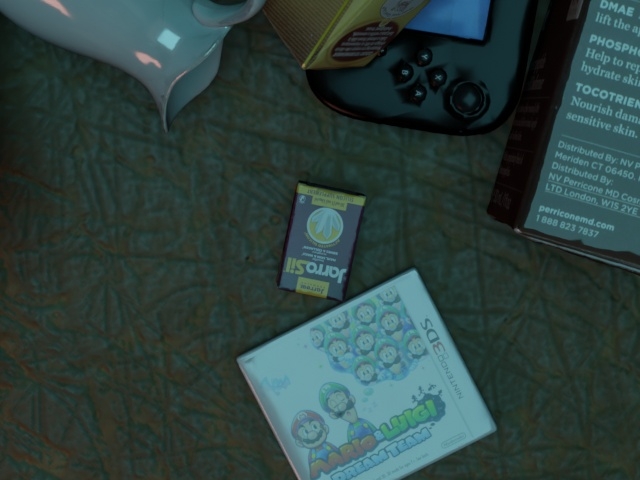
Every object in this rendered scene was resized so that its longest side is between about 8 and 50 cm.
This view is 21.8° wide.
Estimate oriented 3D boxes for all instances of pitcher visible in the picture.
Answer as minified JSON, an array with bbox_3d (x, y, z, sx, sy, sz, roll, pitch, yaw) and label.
[{"bbox_3d":[-0.144,-0.197,1.172,0.207,0.125,0.178,39,136,-5],"label":"pitcher"}]

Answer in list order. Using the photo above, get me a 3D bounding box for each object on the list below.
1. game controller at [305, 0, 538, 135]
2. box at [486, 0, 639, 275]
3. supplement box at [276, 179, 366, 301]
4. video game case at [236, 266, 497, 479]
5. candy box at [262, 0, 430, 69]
[{"bbox_3d":[0.088,-0.241,1.235,0.166,0.067,0.319,9,93,-1],"label":"game controller"},{"bbox_3d":[0.241,-0.172,1.177,0.143,0.191,0.381,18,94,-1],"label":"box"},{"bbox_3d":[0.000,0.000,1.263,0.055,0.043,0.083,11,95,-2],"label":"supplement box"},{"bbox_3d":[0.036,0.118,1.284,0.157,0.019,0.143,-27,93,2],"label":"video game case"},{"bbox_3d":[0.060,-0.286,1.133,0.316,0.087,0.183,-43,72,30],"label":"candy box"}]
